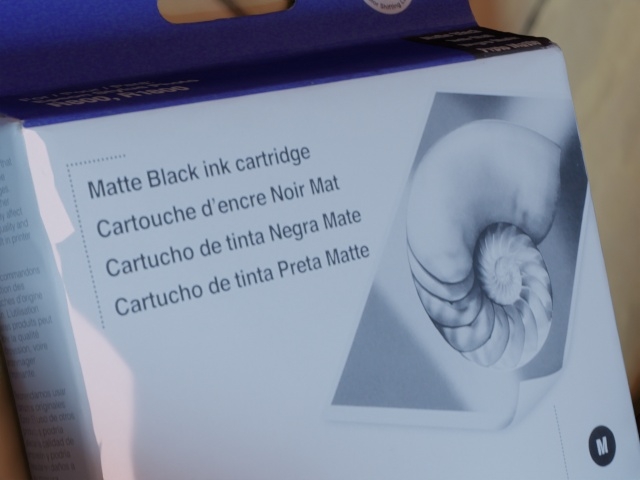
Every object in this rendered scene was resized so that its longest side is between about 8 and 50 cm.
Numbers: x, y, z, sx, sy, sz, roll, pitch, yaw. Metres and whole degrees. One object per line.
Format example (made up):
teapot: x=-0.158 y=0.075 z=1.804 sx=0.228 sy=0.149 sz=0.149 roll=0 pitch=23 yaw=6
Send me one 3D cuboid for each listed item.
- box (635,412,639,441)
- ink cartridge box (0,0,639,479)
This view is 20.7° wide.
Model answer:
box: x=0.248 y=0.095 z=0.607 sx=0.168 sy=0.203 sz=0.167 roll=-45 pitch=112 yaw=-9
ink cartridge box: x=0.000 y=0.000 z=0.553 sx=0.223 sy=0.045 sz=0.224 roll=-14 pitch=91 yaw=-40
